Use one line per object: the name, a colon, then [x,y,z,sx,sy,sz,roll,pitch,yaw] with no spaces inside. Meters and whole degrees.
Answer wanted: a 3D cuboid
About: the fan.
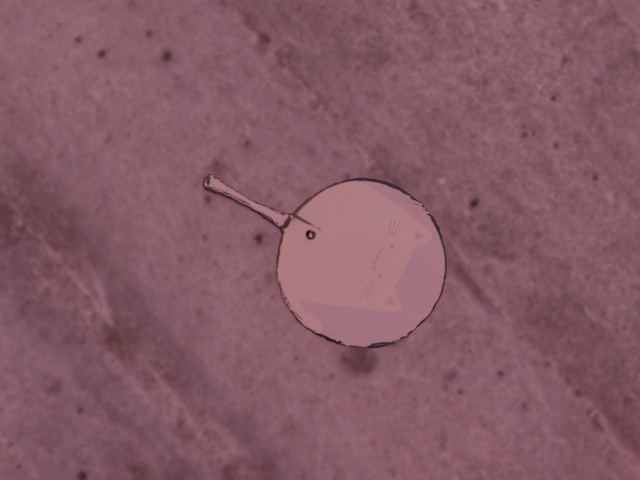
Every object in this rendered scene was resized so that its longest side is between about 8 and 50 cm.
fan: [0.000,0.000,0.805,0.175,0.005,0.113,28,82,0]
